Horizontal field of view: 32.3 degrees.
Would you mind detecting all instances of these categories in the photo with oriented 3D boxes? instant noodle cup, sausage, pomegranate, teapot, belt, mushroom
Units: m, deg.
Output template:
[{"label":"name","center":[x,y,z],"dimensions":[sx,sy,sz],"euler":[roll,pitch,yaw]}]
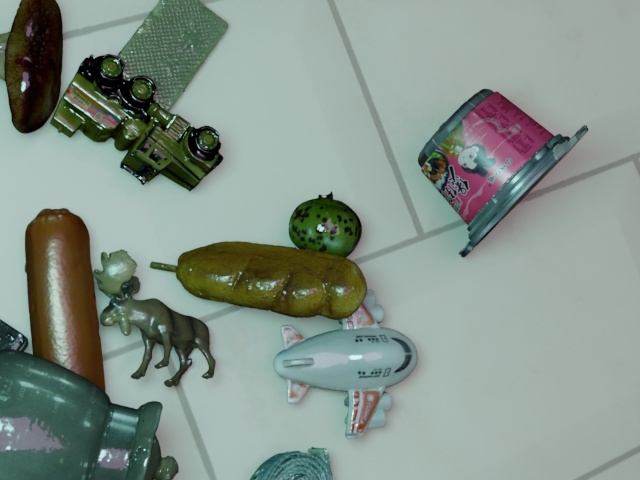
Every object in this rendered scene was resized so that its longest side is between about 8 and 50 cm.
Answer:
[{"label":"instant noodle cup","center":[0.285,-0.139,1.879],"dimensions":[0.181,0.258,0.302],"euler":[45,95,7]},{"label":"sausage","center":[-0.377,0.120,1.628],"dimensions":[0.097,0.094,0.349],"euler":[-5,82,-20]},{"label":"pomegranate","center":[0.000,0.000,1.798],"dimensions":[0.122,0.122,0.162],"euler":[22,96,-17]},{"label":"teapot","center":[-0.324,0.287,1.448],"dimensions":[0.285,0.305,0.223],"euler":[14,97,-10]},{"label":"belt","center":[-0.049,0.409,1.709],"dimensions":[0.147,0.082,0.163],"euler":[-3,81,-26]},{"label":"mushroom","center":[-0.501,-0.270,1.656],"dimensions":[0.217,0.148,0.227],"euler":[2,68,-3]}]

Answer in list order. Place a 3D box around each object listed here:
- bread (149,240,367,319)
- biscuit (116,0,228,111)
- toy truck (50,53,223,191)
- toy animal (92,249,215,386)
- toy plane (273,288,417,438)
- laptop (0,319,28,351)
[{"label":"bread","center":[-0.097,0.062,1.721],"dimensions":[0.343,0.124,0.084],"euler":[6,119,7]},{"label":"biscuit","center":[-0.248,-0.311,1.796],"dimensions":[0.121,0.040,0.199],"euler":[36,68,-14]},{"label":"toy truck","center":[-0.280,-0.168,1.706],"dimensions":[0.257,0.127,0.127],"euler":[33,65,-15]},{"label":"toy animal","center":[-0.258,0.120,1.667],"dimensions":[0.214,0.093,0.186],"euler":[24,50,-44]},{"label":"toy plane","center":[0.042,0.191,1.772],"dimensions":[0.252,0.118,0.252],"euler":[4,79,-24]},{"label":"laptop","center":[-0.535,0.183,1.568],"dimensions":[0.154,0.026,0.207],"euler":[32,69,7]}]
